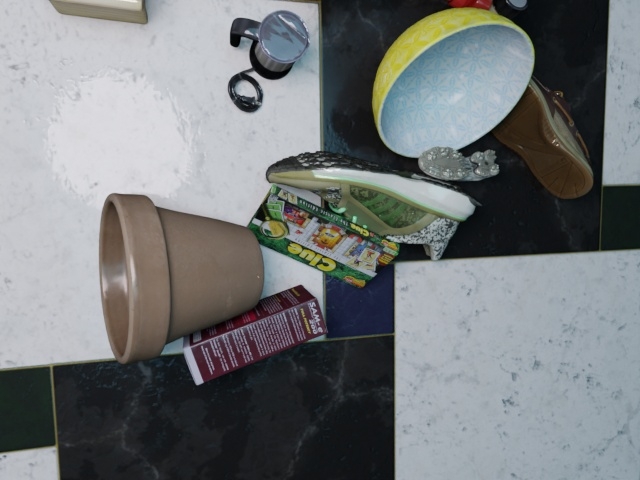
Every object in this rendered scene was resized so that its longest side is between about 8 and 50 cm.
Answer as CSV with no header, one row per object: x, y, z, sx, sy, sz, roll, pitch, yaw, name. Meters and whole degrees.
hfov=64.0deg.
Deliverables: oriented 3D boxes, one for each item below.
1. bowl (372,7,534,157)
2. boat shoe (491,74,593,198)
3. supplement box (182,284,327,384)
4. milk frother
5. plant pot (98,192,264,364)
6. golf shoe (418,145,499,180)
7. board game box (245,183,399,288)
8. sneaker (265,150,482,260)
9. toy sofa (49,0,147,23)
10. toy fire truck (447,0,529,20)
0.214,-0.306,0.928,0.289,0.289,0.156,-11,56,-13,bowl
0.446,-0.246,1.047,0.342,0.123,0.123,46,54,-9,boat shoe
-0.120,0.162,0.921,0.239,0.130,0.073,-20,101,-11,supplement box
-0.094,-0.301,0.879,0.129,0.135,0.143,-4,97,-13,milk frother
-0.226,0.053,0.846,0.229,0.263,0.263,-4,97,-33,plant pot
0.261,-0.138,1.008,0.176,0.086,0.069,2,75,-20,golf shoe
0.000,0.000,0.943,0.259,0.136,0.030,24,49,-15,board game box
0.092,-0.050,0.956,0.410,0.158,0.182,12,106,-11,sneaker
-0.339,-0.537,0.772,0.150,0.177,0.363,2,96,-15,toy sofa
0.250,-0.507,0.950,0.246,0.158,0.217,25,72,-15,toy fire truck
